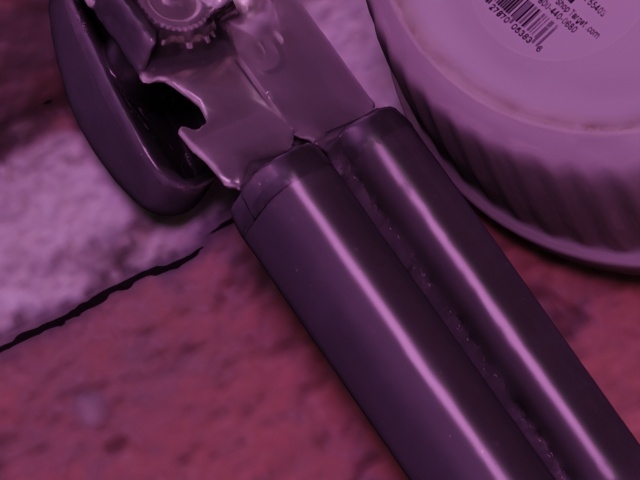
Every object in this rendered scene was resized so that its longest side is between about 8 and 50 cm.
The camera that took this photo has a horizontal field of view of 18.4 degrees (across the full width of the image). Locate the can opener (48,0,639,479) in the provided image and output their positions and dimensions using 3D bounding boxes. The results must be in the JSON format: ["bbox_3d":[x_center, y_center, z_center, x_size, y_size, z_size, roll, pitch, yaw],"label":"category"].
[{"bbox_3d":[0.000,0.000,0.693,0.076,0.095,0.283,-26,75,-35],"label":"can opener"}]

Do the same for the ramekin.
[{"bbox_3d":[0.111,-0.098,0.669,0.207,0.109,0.207,-4,76,17],"label":"ramekin"}]
